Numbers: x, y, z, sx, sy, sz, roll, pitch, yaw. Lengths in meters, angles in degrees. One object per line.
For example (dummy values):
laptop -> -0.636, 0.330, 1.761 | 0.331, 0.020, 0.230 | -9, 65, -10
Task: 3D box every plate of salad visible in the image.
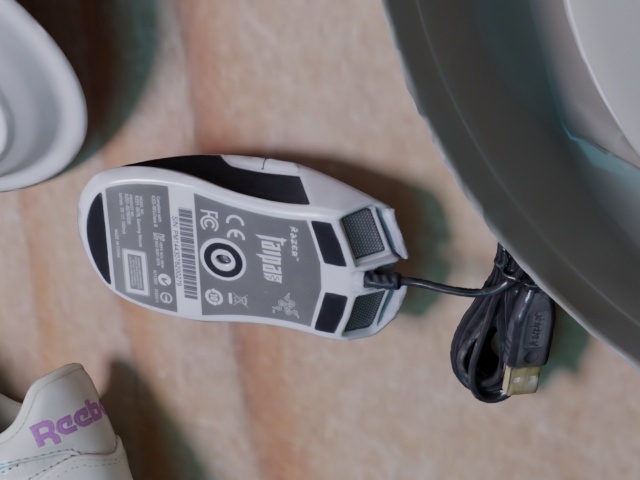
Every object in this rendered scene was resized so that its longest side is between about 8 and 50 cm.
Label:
plate of salad -> -0.184, -0.082, 0.764 | 0.200, 0.048, 0.200 | 12, 152, 7

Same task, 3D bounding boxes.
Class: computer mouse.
computer mouse -> 0.000, 0.000, 0.744 | 0.193, 0.042, 0.106 | 11, 126, 16

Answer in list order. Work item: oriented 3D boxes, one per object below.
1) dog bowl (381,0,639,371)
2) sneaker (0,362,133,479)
dog bowl -> 0.192, -0.094, 0.533 | 0.349, 0.102, 0.348 | 12, 125, 18
sneaker -> -0.206, 0.122, 0.897 | 0.305, 0.114, 0.152 | -9, 98, 27
